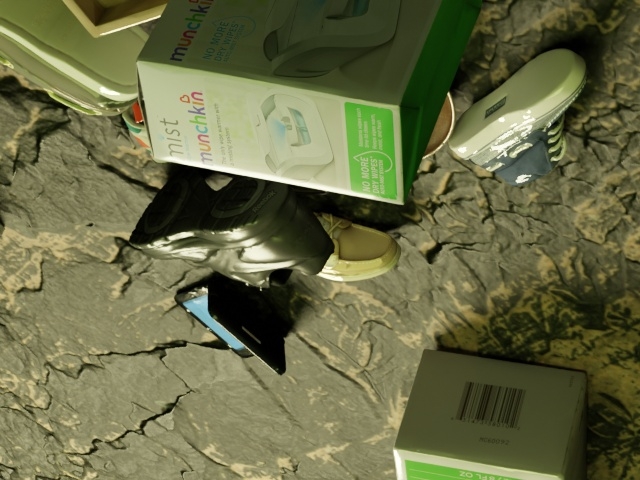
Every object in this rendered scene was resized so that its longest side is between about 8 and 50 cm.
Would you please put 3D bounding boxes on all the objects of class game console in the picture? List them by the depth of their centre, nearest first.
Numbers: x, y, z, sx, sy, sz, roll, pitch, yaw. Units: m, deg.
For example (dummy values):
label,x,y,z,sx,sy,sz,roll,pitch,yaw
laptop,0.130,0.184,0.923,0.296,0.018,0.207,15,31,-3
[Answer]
label,x,y,z,sx,sy,sz,roll,pitch,yaw
game console,-0.105,0.108,2.198,0.071,0.107,0.122,-40,115,18

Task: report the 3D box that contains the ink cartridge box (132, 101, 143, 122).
label,x,y,z,sx,sy,sz,roll,pitch,yaw
ink cartridge box,-0.148,-0.157,1.900,0.115,0.029,0.063,-12,91,26

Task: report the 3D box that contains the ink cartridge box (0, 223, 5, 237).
label,x,y,z,sx,sy,sz,roll,pitch,yaw
ink cartridge box,-0.404,0.005,2.208,0.028,0.083,0.048,-22,123,42

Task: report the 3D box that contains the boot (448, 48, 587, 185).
label,x,y,z,sx,sy,sz,roll,pitch,yaw
boot,0.208,-0.113,1.794,0.086,0.069,0.190,30,150,-20

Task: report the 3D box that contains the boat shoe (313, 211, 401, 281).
label,x,y,z,sx,sy,sz,roll,pitch,yaw
boat shoe,0.000,0.000,2.021,0.170,0.063,0.059,5,144,23

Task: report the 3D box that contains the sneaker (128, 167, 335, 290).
label,x,y,z,sx,sy,sz,roll,pitch,yaw
sneaker,-0.096,-0.001,1.981,0.130,0.109,0.286,43,160,-27

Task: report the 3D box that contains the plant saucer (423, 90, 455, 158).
label,x,y,z,sx,sy,sz,roll,pitch,yaw
plant saucer,0.038,-0.150,1.841,0.198,0.036,0.198,15,145,11

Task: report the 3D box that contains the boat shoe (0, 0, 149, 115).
label,x,y,z,sx,sy,sz,roll,pitch,yaw
boat shoe,-0.300,-0.227,1.864,0.305,0.109,0.091,36,150,-7

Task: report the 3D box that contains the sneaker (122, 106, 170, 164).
label,x,y,z,sx,sy,sz,roll,pitch,yaw
sneaker,-0.135,-0.129,1.940,0.161,0.057,0.075,-16,132,41

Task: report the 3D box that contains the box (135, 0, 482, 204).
label,x,y,z,sx,sy,sz,roll,pitch,yaw
box,-0.003,-0.177,1.655,0.231,0.262,0.127,12,140,15

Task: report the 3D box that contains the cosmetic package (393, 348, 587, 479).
label,x,y,z,sx,sy,sz,roll,pitch,yaw
cosmetic package,0.203,0.303,2.206,0.197,0.155,0.365,7,138,15

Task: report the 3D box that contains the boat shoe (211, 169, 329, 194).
label,x,y,z,sx,sy,sz,roll,pitch,yaw
boat shoe,-0.052,-0.076,1.968,0.152,0.049,0.056,4,140,24

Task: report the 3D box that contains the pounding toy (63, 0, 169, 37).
label,x,y,z,sx,sy,sz,roll,pitch,yaw
pounding toy,-0.167,-0.300,1.724,0.206,0.094,0.181,-12,131,36
